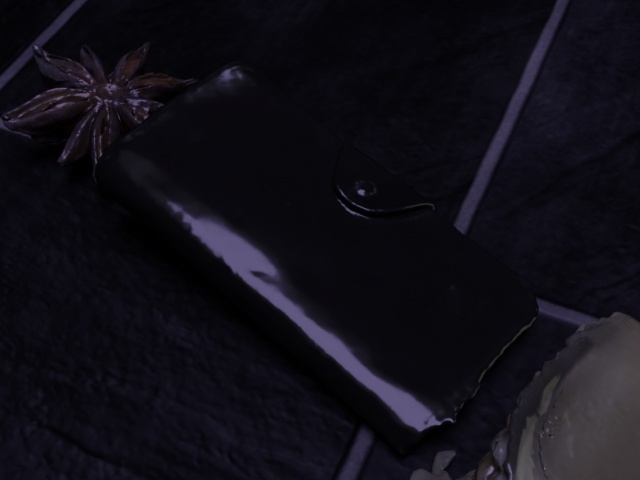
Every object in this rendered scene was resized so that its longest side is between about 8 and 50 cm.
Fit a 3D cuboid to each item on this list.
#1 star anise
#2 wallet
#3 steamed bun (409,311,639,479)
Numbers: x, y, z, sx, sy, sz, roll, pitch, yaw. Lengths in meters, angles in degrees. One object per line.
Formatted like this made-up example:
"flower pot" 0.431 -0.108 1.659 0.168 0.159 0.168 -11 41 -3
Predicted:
"star anise" -0.206 -0.120 0.949 0.195 0.065 0.182 -6 52 -21
"wallet" 0.000 0.000 0.841 0.377 0.051 0.197 41 61 17
"steamed bun" 0.143 0.198 0.560 0.274 0.272 0.290 32 60 22
